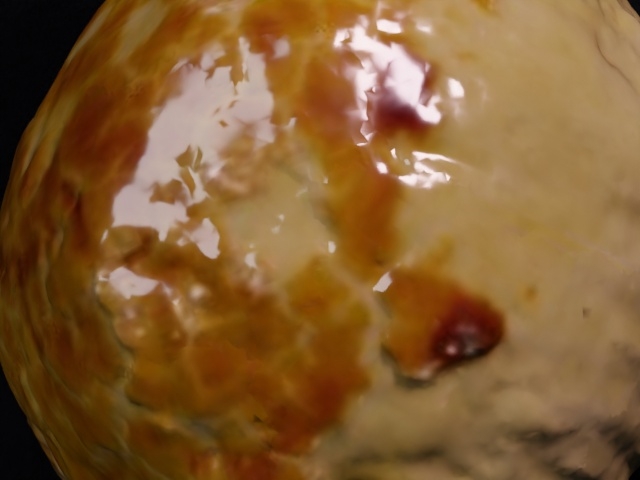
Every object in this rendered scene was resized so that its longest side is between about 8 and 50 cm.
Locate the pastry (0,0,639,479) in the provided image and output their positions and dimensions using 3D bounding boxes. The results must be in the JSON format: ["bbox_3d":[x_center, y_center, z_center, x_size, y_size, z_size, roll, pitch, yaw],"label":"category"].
[{"bbox_3d":[0.000,0.000,0.849,0.388,0.313,0.388,-33,37,30],"label":"pastry"}]
